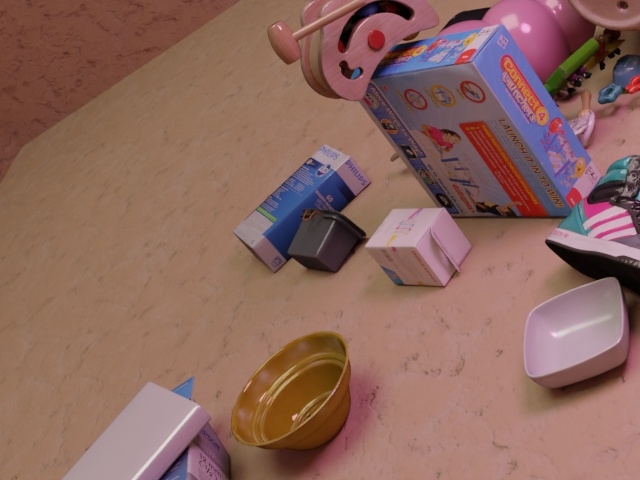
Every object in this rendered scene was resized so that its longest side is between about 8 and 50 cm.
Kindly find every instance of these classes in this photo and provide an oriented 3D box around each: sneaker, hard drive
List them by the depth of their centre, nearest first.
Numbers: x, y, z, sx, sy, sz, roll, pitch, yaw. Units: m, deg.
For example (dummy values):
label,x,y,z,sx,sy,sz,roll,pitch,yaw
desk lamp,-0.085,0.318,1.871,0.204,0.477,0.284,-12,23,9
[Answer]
label,x,y,z,sx,sy,sz,roll,pitch,yaw
sneaker,0.433,-0.022,1.504,0.178,0.124,0.295,-53,25,-4
hard drive,-0.316,0.356,1.753,0.307,0.040,0.203,-48,25,-18

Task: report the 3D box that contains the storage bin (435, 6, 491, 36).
label,x,y,z,sx,sy,sz,roll,pitch,yaw
storage bin,0.280,-0.372,2.309,0.180,0.084,0.122,-49,27,-20

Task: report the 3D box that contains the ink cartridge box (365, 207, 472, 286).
label,x,y,z,sx,sy,sz,roll,pitch,yaw
ink cartridge box,0.163,0.010,1.847,0.143,0.092,0.090,1,46,52

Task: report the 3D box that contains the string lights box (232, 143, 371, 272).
label,x,y,z,sx,sy,sz,roll,pitch,yaw
string lights box,-0.039,-0.067,2.265,0.259,0.077,0.133,-43,26,-5

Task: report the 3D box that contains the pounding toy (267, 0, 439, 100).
label,x,y,z,sx,sy,sz,roll,pitch,yaw
pounding toy,0.062,-0.291,1.708,0.269,0.154,0.155,-27,20,-20

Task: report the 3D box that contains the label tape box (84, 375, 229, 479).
label,x,y,z,sx,sy,sz,roll,pitch,yaw
label tape box,-0.265,0.399,1.791,0.249,0.115,0.348,-34,23,13

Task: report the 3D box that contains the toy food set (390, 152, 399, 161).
label,x,y,z,sx,sy,sz,roll,pitch,yaw
toy food set,0.216,-0.223,2.179,0.218,0.071,0.128,-63,11,-27

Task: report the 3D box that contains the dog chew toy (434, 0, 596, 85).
label,x,y,z,sx,sy,sz,roll,pitch,yaw
dog chew toy,0.340,-0.331,2.037,0.331,0.207,0.206,-35,25,-2

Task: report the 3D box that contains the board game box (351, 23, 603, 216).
label,x,y,z,sx,sy,sz,roll,pitch,yaw
board game box,0.233,-0.172,1.793,0.302,0.308,0.086,2,47,54

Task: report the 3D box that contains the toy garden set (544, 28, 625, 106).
label,x,y,z,sx,sy,sz,roll,pitch,yaw
toy garden set,0.396,-0.241,1.913,0.204,0.049,0.244,-40,-8,-37

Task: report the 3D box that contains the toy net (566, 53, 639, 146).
label,x,y,z,sx,sy,sz,roll,pitch,yaw
toy net,0.462,-0.215,1.858,0.232,0.045,0.122,-47,28,-10

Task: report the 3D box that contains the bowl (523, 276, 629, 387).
label,x,y,z,sx,sy,sz,roll,pitch,yaw
bowl,0.331,0.126,1.475,0.142,0.053,0.142,-25,29,28

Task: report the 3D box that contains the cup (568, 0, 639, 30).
label,x,y,z,sx,sy,sz,roll,pitch,yaw
cup,0.500,-0.463,1.821,0.331,0.331,0.237,-10,29,47

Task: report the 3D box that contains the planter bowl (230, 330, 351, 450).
label,x,y,z,sx,sy,sz,roll,pitch,yaw
planter bowl,-0.022,0.245,1.724,0.217,0.090,0.217,-32,26,18

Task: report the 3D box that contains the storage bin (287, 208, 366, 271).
label,x,y,z,sx,sy,sz,roll,pitch,yaw
storage bin,0.000,0.000,2.097,0.135,0.098,0.091,5,61,57
